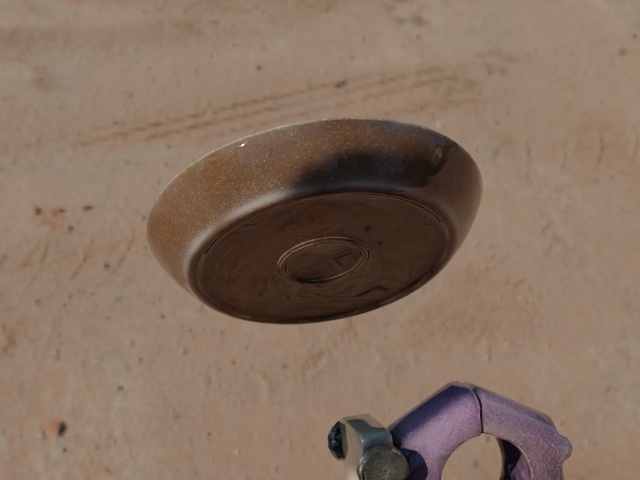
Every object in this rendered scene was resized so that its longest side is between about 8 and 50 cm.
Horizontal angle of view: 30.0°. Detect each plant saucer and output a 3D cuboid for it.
[{"bbox_3d":[0.000,0.000,0.587,0.168,0.168,0.029,-5,59,-10],"label":"plant saucer"}]

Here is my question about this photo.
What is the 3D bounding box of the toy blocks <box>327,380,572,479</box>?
[{"bbox_3d":[0.172,0.209,0.448,0.260,0.288,0.309,-7,6,-12],"label":"toy blocks"}]
